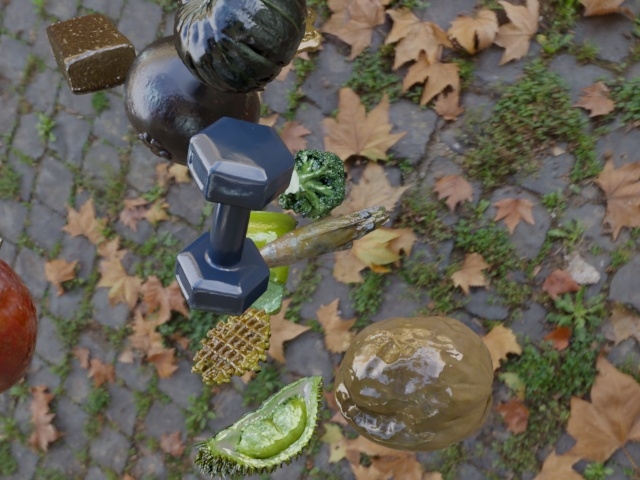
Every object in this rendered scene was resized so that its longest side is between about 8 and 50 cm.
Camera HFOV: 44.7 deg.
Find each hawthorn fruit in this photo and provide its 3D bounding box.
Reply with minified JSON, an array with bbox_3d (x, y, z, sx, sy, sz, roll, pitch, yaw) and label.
[{"bbox_3d":[-0.548,0.103,1.202,0.241,0.242,0.272,-15,52,28],"label":"hawthorn fruit"}]

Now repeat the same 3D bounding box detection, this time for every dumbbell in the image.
[{"bbox_3d":[-0.138,-0.030,1.206,0.156,0.144,0.316,10,133,-6],"label":"dumbbell"}]

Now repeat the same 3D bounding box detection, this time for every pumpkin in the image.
[{"bbox_3d":[-0.123,-0.333,1.183,0.220,0.162,0.221,-19,56,30],"label":"pumpkin"}]

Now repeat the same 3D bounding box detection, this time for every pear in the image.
[{"bbox_3d":[-0.220,0.061,2.115,0.281,0.176,0.286,12,126,-6],"label":"pear"}]

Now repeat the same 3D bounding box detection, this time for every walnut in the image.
[{"bbox_3d":[0.238,0.337,1.909,0.383,0.383,0.384,5,102,25],"label":"walnut"}]

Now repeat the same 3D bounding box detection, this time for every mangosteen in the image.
[{"bbox_3d":[-0.244,-0.286,1.544,0.288,0.288,0.288,5,102,25],"label":"mangosteen"}]

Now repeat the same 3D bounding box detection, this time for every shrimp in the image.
[{"bbox_3d":[0.000,0.000,1.660,0.317,0.168,0.077,-17,83,5],"label":"shrimp"}]

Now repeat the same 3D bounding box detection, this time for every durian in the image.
[{"bbox_3d":[-0.134,0.451,1.831,0.169,0.351,0.158,66,161,-11],"label":"durian"}]

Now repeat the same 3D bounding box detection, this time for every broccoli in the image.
[{"bbox_3d":[-0.023,-0.144,1.973,0.195,0.156,0.195,2,92,48],"label":"broccoli"}]

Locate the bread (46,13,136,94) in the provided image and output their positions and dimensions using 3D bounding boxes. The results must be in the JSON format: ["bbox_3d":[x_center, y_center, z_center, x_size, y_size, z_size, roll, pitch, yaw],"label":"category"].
[{"bbox_3d":[-0.547,-0.448,1.855,0.416,0.165,0.113,46,155,57],"label":"bread"}]

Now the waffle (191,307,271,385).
[{"bbox_3d":[-0.220,0.268,1.975,0.228,0.232,0.051,-20,124,25],"label":"waffle"}]

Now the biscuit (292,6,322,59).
[{"bbox_3d":[-0.094,-0.529,1.836,0.226,0.166,0.036,61,162,15],"label":"biscuit"}]
